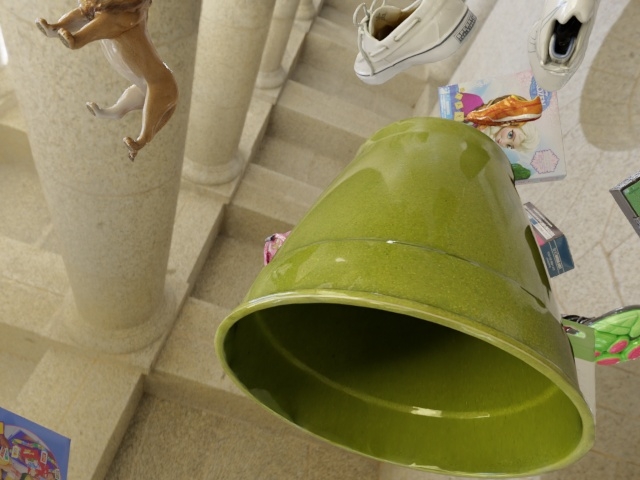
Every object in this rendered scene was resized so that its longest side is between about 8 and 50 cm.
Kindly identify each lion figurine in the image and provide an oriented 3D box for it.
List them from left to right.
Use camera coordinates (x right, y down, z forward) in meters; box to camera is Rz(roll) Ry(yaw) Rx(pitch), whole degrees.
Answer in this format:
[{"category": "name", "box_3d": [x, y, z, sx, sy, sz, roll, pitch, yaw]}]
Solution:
[{"category": "lion figurine", "box_3d": [-0.374, -0.371, 0.893, 0.142, 0.392, 0.240, 27, -123, 28]}]

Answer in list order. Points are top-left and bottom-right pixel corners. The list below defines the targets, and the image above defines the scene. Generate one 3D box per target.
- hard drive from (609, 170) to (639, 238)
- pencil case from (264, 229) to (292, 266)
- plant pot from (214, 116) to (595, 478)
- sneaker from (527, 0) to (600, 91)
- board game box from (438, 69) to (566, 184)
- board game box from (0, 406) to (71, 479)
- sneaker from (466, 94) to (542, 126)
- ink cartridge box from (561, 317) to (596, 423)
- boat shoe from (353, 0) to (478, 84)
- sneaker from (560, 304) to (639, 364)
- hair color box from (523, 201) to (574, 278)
[{"category": "hard drive", "box_3d": [0.969, -0.129, 1.152, 0.237, 0.339, 0.064, 55, -172, 0]}, {"category": "pencil case", "box_3d": [0.000, 0.000, 1.395, 0.386, 0.160, 0.167, -26, -110, -43]}, {"category": "plant pot", "box_3d": [0.114, 0.041, 0.561, 0.366, 0.366, 0.353, 24, -129, -2]}, {"category": "sneaker", "box_3d": [0.424, -0.354, 0.801, 0.111, 0.297, 0.129, 12, -102, 24]}, {"category": "board game box", "box_3d": [0.517, -0.314, 1.299, 0.317, 0.066, 0.319, -6, -98, 18]}, {"category": "board game box", "box_3d": [-0.519, 0.341, 0.626, 0.078, 0.347, 0.233, -30, -139, 0]}, {"category": "sneaker", "box_3d": [0.456, -0.324, 1.118, 0.175, 0.068, 0.064, -3, -179, 16]}, {"category": "ink cartridge box", "box_3d": [0.511, 0.274, 0.947, 0.108, 0.062, 0.209, 16, -120, 7]}, {"category": "boat shoe", "box_3d": [0.134, -0.419, 0.896, 0.156, 0.136, 0.367, 35, 178, -24]}, {"category": "sneaker", "box_3d": [0.807, 0.298, 1.412, 0.185, 0.483, 0.202, 27, -129, -11]}, {"category": "hair color box", "box_3d": [0.381, 0.056, 1.066, 0.105, 0.347, 0.174, 58, -167, -27]}]
